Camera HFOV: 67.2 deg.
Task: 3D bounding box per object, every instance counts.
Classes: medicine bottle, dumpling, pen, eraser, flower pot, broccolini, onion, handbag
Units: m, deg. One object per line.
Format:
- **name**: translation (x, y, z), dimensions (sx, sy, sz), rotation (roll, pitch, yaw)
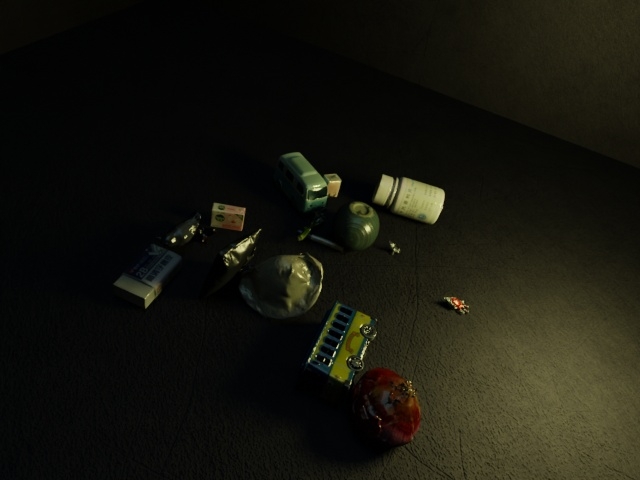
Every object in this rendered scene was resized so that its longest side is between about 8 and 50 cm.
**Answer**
- **medicine bottle**: translation (0.387, -0.189, 2.140), dimensions (0.292, 0.170, 0.170), rotation (19, 42, 0)
- **dumpling**: translation (-0.128, 0.149, 1.644), dimensions (0.292, 0.205, 0.163), rotation (-16, 8, 2)
- **pen**: translation (0.000, 0.000, 1.923), dimensions (0.204, 0.025, 0.025), rotation (21, 42, 5)
- **eraser**: translation (-0.564, 0.114, 1.586), dimensions (0.124, 0.068, 0.210), rotation (24, 43, 6)
- **flower pot**: translation (0.142, -0.061, 1.929), dimensions (0.189, 0.157, 0.243), rotation (16, 28, 2)
- **broccolini**: translation (-0.033, -0.059, 1.919), dimensions (0.057, 0.067, 0.216), rotation (-14, 18, 27)
- **onion**: translation (0.206, 0.469, 1.385), dimensions (0.229, 0.163, 0.230), rotation (21, 48, -25)
- **handbag**: translation (-0.295, 0.074, 1.586), dimensions (0.088, 0.254, 0.211), rotation (42, 44, 3)

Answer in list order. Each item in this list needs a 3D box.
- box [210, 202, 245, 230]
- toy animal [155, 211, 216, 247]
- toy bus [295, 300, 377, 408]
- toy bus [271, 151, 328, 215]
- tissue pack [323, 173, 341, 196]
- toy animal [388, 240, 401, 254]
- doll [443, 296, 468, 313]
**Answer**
- **box**: translation (-0.357, -0.090, 1.852), dimensions (0.125, 0.089, 0.043), rotation (8, 43, -8)
- **toy animal**: translation (-0.475, -0.033, 1.702), dimensions (0.121, 0.117, 0.210), rotation (36, 26, 11)
- **toy bus**: translation (0.053, 0.347, 1.491), dimensions (0.175, 0.138, 0.288), rotation (25, 43, 7)
- **toy bus**: translation (-0.080, -0.247, 2.050), dimensions (0.132, 0.165, 0.271), rotation (-17, 52, -32)
- **tissue pack**: translation (0.044, -0.244, 2.140), dimensions (0.074, 0.095, 0.059), rotation (-9, 47, -28)
- **toy animal**: translation (0.299, 0.037, 1.976), dimensions (0.084, 0.050, 0.028), rotation (30, 5, -35)
- **doll**: translation (0.512, 0.240, 1.828), dimensions (0.114, 0.039, 0.057), rotation (25, 74, -10)
